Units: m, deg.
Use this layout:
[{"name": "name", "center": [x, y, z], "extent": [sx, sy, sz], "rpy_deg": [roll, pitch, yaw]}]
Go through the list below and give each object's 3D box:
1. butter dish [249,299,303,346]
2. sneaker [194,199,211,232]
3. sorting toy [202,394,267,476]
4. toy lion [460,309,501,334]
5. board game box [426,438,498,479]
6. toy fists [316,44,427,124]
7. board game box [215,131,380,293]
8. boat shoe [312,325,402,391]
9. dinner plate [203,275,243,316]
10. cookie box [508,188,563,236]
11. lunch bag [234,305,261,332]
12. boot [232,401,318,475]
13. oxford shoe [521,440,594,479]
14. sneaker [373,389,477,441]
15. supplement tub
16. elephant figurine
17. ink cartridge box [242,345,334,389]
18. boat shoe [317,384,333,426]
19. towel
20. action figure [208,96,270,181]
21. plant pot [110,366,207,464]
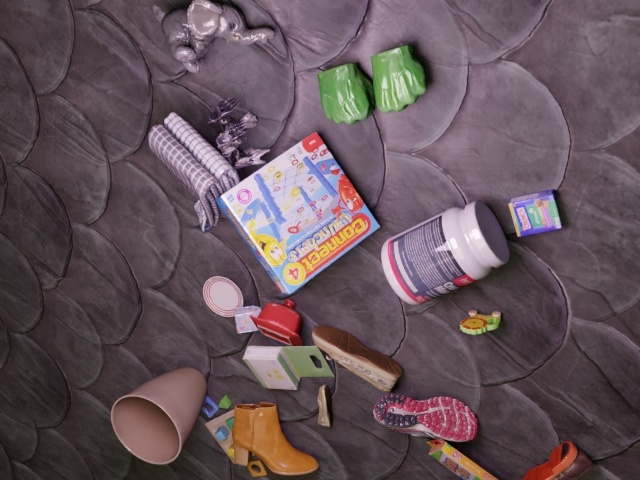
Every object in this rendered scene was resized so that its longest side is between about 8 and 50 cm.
[{"name": "butter dish", "center": [-0.112, 0.231, 1.998], "extent": [0.160, 0.118, 0.160], "rpy_deg": [21, 162, 12]}, {"name": "sneaker", "center": [-0.344, -0.091, 1.993], "extent": [0.058, 0.052, 0.135], "rpy_deg": [18, 111, 26]}, {"name": "sorting toy", "center": [-0.290, 0.676, 2.301], "extent": [0.196, 0.047, 0.347], "rpy_deg": [-31, 98, 31]}, {"name": "toy lion", "center": [0.420, 0.219, 1.770], "extent": [0.100, 0.096, 0.034], "rpy_deg": [1, 112, 22]}, {"name": "board game box", "center": [0.428, 0.670, 1.967], "extent": [0.259, 0.039, 0.124], "rpy_deg": [38, 156, 7]}, {"name": "toy fists", "center": [0.125, -0.369, 1.642], "extent": [0.279, 0.096, 0.142], "rpy_deg": [-10, 98, 28]}, {"name": "board game box", "center": [-0.056, -0.070, 1.740], "extent": [0.302, 0.308, 0.086], "rpy_deg": [55, 164, -7]}, {"name": "boat shoe", "center": [0.094, 0.347, 1.960], "extent": [0.285, 0.104, 0.089], "rpy_deg": [29, 117, 8]}, {"name": "dinner plate", "center": [-0.302, 0.173, 2.104], "extent": [0.141, 0.017, 0.141], "rpy_deg": [9, 114, 20]}, {"name": "cookie box", "center": [0.522, -0.066, 1.634], "extent": [0.107, 0.040, 0.091], "rpy_deg": [-13, 107, 28]}, {"name": "lunch bag", "center": [-0.220, 0.242, 2.078], "extent": [0.083, 0.053, 0.071], "rpy_deg": [-8, 112, -3]}, {"name": "boot", "center": [-0.145, 0.640, 2.199], "extent": [0.295, 0.104, 0.211], "rpy_deg": [6, 99, 5]}, {"name": "oxford shoe", "center": [0.645, 0.678, 1.879], "extent": [0.098, 0.097, 0.271], "rpy_deg": [35, 121, -1]}, {"name": "sneaker", "center": [0.304, 0.511, 1.951], "extent": [0.299, 0.120, 0.112], "rpy_deg": [11, 152, 8]}, {"name": "supplement tub", "center": [0.308, 0.032, 1.681], "extent": [0.272, 0.191, 0.191], "rpy_deg": [-28, 99, 31]}, {"name": "elephant figurine", "center": [-0.271, -0.553, 1.714], "extent": [0.239, 0.186, 0.169], "rpy_deg": [-30, 55, 20]}, {"name": "ink cartridge box", "center": [-0.096, 0.389, 2.054], "extent": [0.235, 0.056, 0.171], "rpy_deg": [-2, 136, 25]}, {"name": "boat shoe", "center": [0.007, 0.516, 2.102], "extent": [0.048, 0.056, 0.153], "rpy_deg": [2, 120, 17]}, {"name": "towel", "center": [-0.330, -0.180, 1.799], "extent": [0.235, 0.121, 0.283], "rpy_deg": [43, 167, 14]}, {"name": "action figure", "center": [-0.213, -0.259, 1.793], "extent": [0.141, 0.275, 0.164], "rpy_deg": [-24, 74, -7]}, {"name": "plant pot", "center": [-0.489, 0.535, 2.192], "extent": [0.257, 0.274, 0.256], "rpy_deg": [9, 116, 20]}]
